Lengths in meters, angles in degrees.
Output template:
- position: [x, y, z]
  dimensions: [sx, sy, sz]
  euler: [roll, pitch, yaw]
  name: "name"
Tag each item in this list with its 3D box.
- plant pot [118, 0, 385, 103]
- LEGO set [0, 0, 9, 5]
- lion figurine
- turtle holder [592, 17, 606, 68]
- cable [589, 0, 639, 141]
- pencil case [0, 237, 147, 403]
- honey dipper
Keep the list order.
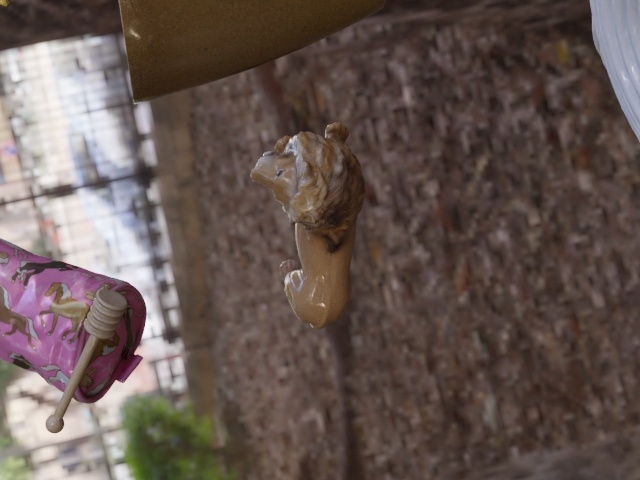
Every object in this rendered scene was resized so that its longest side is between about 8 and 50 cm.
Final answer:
- position: [-0.071, -0.265, 1.475]
  dimensions: [0.237, 0.254, 0.237]
  euler: [172, 90, -85]
  name: "plant pot"
- position: [-0.223, -0.200, 0.935]
  dimensions: [0.107, 0.132, 0.287]
  euler: [-60, 7, -34]
  name: "LEGO set"
- position: [0.000, 0.000, 2.077]
  dimensions: [0.240, 0.142, 0.392]
  euler: [-100, -1, -52]
  name: "lion figurine"
- position: [0.388, -0.254, 1.691]
  dimensions: [0.227, 0.320, 0.243]
  euler: [105, 174, -65]
  name: "turtle holder"
- position: [0.263, -0.130, 0.998]
  dimensions: [0.257, 0.089, 0.257]
  euler: [-142, 34, -65]
  name: "cable"
- position: [-0.402, 0.068, 1.863]
  dimensions: [0.167, 0.386, 0.160]
  euler: [-12, -62, -67]
  name: "pencil case"
- position: [-0.219, 0.117, 1.423]
  dimensions: [0.160, 0.030, 0.030]
  euler: [-64, 28, 25]
  name: "honey dipper"
